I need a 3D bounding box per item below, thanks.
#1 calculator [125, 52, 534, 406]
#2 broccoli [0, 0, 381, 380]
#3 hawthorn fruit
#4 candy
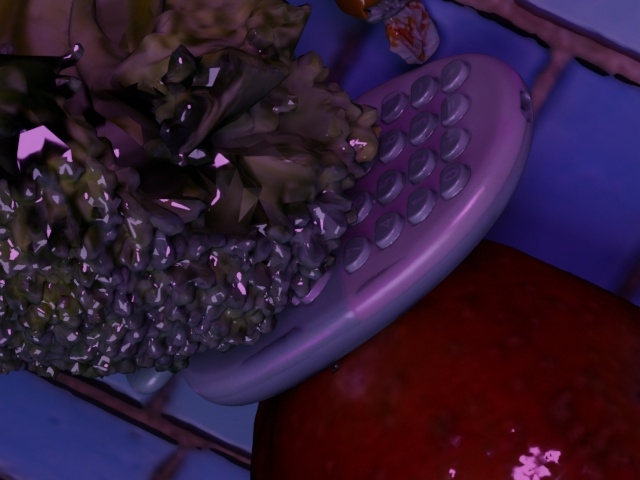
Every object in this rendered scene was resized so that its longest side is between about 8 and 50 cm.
[{"bbox_3d":[0.000,0.000,1.011,0.299,0.185,0.041,-34,123,29],"label":"calculator"},{"bbox_3d":[-0.153,-0.049,0.969,0.277,0.338,0.317,27,106,-33],"label":"broccoli"},{"bbox_3d":[0.083,0.122,1.035,0.307,0.265,0.265,40,127,16],"label":"hawthorn fruit"},{"bbox_3d":[0.009,-0.171,0.980,0.046,0.053,0.182,-17,114,33],"label":"candy"}]
